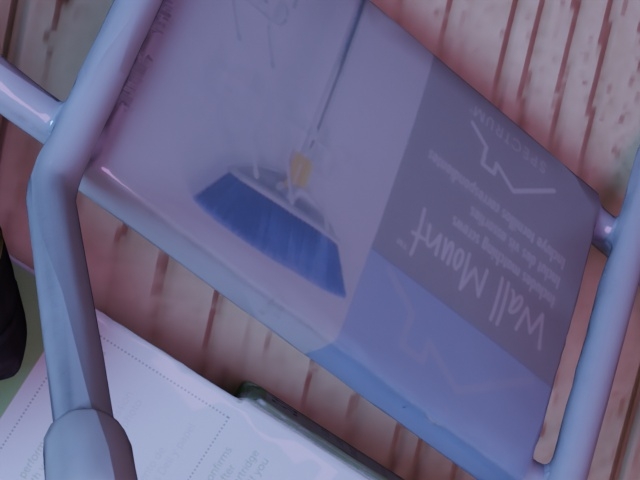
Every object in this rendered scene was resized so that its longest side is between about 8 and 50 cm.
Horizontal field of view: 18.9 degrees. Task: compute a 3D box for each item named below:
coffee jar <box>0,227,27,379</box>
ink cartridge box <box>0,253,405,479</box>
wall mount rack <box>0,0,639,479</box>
[{"bbox_3d":[-0.154,-0.030,0.530,0.096,0.079,0.184,-22,111,1],"label":"coffee jar"},{"bbox_3d":[-0.069,0.118,0.624,0.235,0.056,0.171,33,92,0],"label":"ink cartridge box"},{"bbox_3d":[0.033,0.009,0.524,0.350,0.130,0.304,37,53,-25],"label":"wall mount rack"}]
